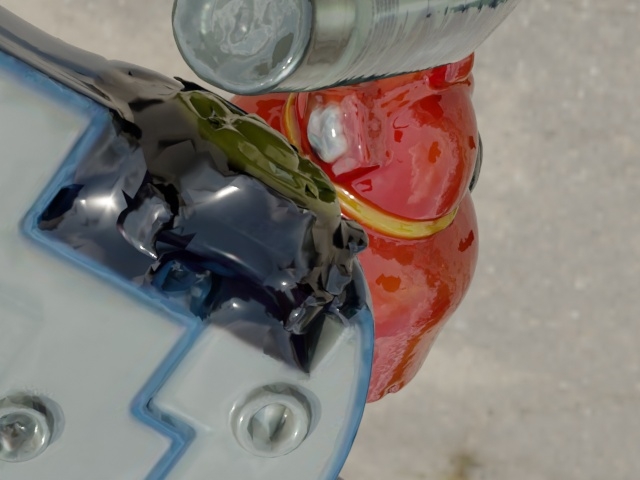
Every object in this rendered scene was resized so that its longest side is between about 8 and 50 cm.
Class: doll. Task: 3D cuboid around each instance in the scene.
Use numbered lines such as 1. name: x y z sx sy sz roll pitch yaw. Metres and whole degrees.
1. doll: -0.001 0.000 1.079 0.160 0.182 0.363 -16 152 -35

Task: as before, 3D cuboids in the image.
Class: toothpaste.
1. toothpaste: 0.023 -0.068 0.553 0.039 0.239 0.062 41 110 11

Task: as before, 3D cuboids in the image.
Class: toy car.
1. toy car: -0.134 0.000 0.507 0.314 0.166 0.198 29 106 -25

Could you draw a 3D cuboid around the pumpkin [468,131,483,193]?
1. pumpkin: 0.046 -0.079 1.624 0.194 0.194 0.150 2 128 14
